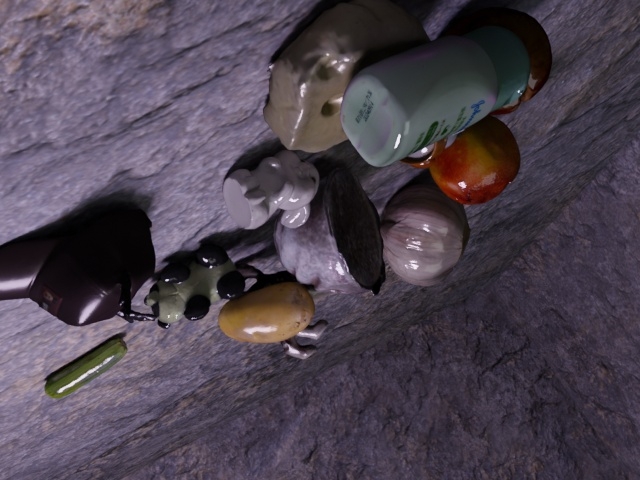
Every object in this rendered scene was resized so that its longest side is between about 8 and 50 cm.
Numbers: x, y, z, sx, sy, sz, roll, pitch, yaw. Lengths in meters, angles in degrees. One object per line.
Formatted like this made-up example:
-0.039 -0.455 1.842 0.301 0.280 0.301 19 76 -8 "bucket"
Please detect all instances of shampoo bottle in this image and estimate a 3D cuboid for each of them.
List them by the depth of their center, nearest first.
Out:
0.211 -0.259 1.394 0.349 0.151 0.222 -28 162 -29 "shampoo bottle"

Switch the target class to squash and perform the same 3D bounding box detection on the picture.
-0.589 0.323 2.058 0.228 0.066 0.066 -33 162 -4 "squash"

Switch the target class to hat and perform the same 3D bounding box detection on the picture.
-0.436 0.098 1.506 0.336 0.209 0.238 -22 162 -27 "hat"

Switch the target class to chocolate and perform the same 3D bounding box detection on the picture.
0.000 0.000 1.900 0.213 0.303 0.303 -17 170 26 "chocolate"

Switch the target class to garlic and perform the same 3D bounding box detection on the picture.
0.289 -0.020 2.335 0.317 0.259 0.318 22 90 -81 "garlic"

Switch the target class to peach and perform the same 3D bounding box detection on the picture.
0.383 -0.206 2.057 0.231 0.231 0.231 -29 162 -11 "peach"

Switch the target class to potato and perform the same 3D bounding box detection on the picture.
-0.127 0.172 1.914 0.233 0.146 0.150 -19 142 11 "potato"

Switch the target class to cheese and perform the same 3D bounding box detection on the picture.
0.041 -0.288 1.450 0.326 0.115 0.318 -38 162 13 "cheese"

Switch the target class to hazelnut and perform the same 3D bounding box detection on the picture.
0.333 -0.360 1.651 0.251 0.217 0.217 -19 159 -11 "hazelnut"

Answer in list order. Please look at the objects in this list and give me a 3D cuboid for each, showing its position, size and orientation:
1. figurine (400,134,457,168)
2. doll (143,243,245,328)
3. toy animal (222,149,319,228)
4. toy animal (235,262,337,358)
0.243 -0.255 1.878 0.271 0.143 0.143 -44 172 -38 "figurine"
-0.288 0.108 1.884 0.234 0.144 0.135 -31 177 -21 "doll"
-0.102 -0.094 1.692 0.193 0.127 0.178 -20 160 -37 "toy animal"
-0.059 0.084 2.105 0.344 0.302 0.194 -53 173 -18 "toy animal"
